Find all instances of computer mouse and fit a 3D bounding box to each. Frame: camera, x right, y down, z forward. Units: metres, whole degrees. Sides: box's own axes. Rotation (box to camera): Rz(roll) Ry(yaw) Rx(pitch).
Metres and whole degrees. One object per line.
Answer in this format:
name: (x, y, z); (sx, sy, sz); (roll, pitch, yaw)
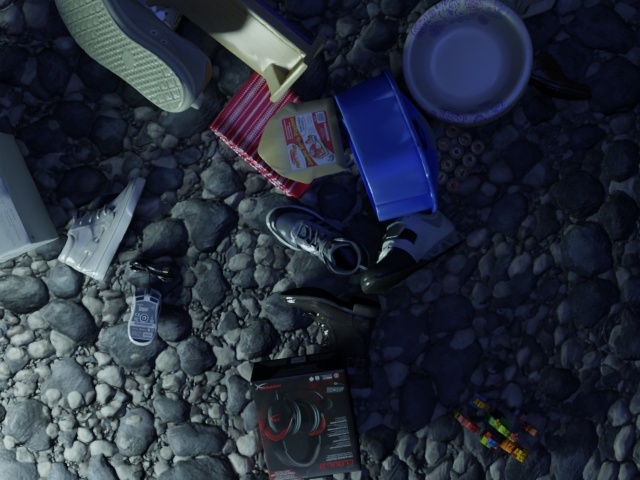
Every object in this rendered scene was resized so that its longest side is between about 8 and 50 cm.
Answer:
computer mouse: (-0.409, 0.147, 1.704); (0.106, 0.042, 0.193); (10, 87, -10)

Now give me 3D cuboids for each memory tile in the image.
memory tile: (0.318, -0.198, 1.754); (0.113, 0.012, 0.148); (32, 91, -5)

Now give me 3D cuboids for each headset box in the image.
headset box: (-0.028, 0.418, 1.683); (0.218, 0.110, 0.293); (-8, 106, 3)

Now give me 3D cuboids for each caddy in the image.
caddy: (0.163, -0.209, 1.608); (0.179, 0.241, 0.341); (-20, 72, 2)

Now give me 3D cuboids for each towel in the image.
towel: (-0.097, -0.251, 1.709); (0.275, 0.031, 0.199); (40, 89, -6)

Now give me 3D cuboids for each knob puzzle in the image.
knob puzzle: (-0.050, -0.225, 1.683); (0.213, 0.030, 0.213); (0, 93, -5)

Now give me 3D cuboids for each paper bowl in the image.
paper bowl: (0.334, -0.398, 1.654); (0.284, 0.148, 0.284); (0, 91, 13)

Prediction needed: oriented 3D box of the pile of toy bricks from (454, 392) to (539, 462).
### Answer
pile of toy bricks: (0.440, 0.454, 1.756); (0.212, 0.105, 0.118); (35, 90, -6)

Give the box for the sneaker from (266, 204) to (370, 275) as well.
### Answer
sneaker: (0.000, 0.000, 1.669); (0.268, 0.153, 0.101); (29, 92, -6)

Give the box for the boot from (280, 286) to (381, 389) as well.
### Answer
boot: (0.015, 0.239, 1.722); (0.263, 0.091, 0.229); (12, 101, 2)

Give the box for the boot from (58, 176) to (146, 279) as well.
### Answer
boot: (-0.500, -0.045, 1.655); (0.123, 0.095, 0.258); (25, 92, -12)

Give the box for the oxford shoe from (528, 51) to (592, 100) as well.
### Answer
oxford shoe: (0.545, -0.397, 1.727); (0.227, 0.083, 0.096); (21, 90, -6)

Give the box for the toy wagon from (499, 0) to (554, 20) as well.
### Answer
toy wagon: (0.410, -0.669, 1.707); (0.344, 0.068, 0.267); (25, 91, -5)

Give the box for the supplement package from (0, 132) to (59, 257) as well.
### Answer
supplement package: (-0.712, -0.091, 1.581); (0.145, 0.204, 0.262); (-22, 95, -2)

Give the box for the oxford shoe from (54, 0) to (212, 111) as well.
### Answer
oxford shoe: (-0.401, -0.439, 1.542); (0.449, 0.169, 0.130); (41, 46, 13)

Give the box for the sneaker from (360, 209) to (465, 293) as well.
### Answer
sneaker: (0.181, 0.011, 1.658); (0.330, 0.122, 0.146); (-27, 80, -43)

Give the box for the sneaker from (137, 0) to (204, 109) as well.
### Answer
sneaker: (-0.344, -0.444, 1.639); (0.292, 0.108, 0.169); (41, 93, -4)

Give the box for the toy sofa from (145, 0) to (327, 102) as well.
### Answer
toy sofa: (-0.169, -0.489, 1.569); (0.362, 0.150, 0.177); (36, 49, -14)
